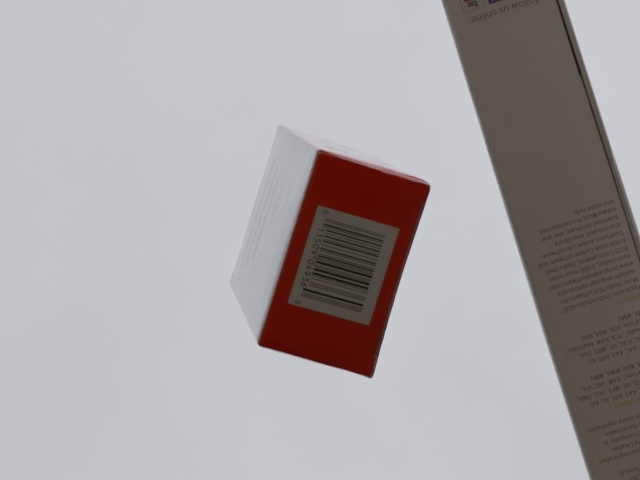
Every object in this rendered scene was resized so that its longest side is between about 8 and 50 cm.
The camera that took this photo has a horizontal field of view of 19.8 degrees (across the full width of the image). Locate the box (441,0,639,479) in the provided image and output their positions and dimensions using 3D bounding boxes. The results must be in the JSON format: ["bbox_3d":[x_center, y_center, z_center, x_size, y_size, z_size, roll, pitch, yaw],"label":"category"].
[{"bbox_3d":[0.137,0.035,0.893,0.058,0.232,0.322,-16,-95,8],"label":"box"}]

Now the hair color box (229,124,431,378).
[{"bbox_3d":[0.000,0.000,0.675,0.043,0.141,0.072,17,-85,-9],"label":"hair color box"}]
